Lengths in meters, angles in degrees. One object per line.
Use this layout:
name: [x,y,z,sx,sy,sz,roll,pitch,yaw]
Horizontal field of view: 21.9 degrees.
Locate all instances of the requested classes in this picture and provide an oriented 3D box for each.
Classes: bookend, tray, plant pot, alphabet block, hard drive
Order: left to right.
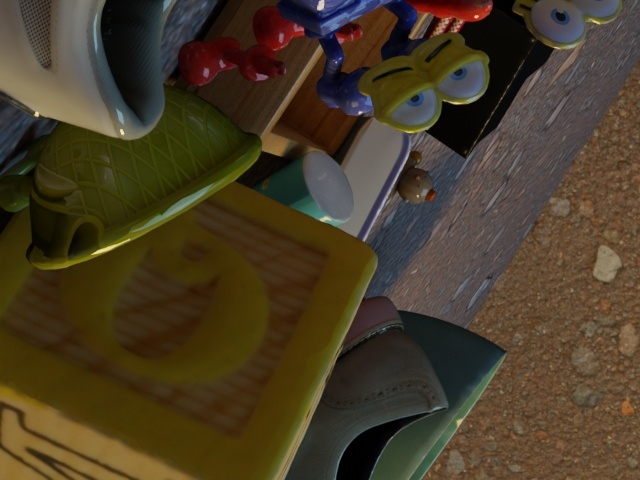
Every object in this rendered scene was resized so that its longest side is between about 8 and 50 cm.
alphabet block: [-0.104,0.086,0.944,0.197,0.193,0.192,111,4,-51]
hard drive: [0.000,0.000,1.324,0.210,0.040,0.319,-63,-177,3]
plant pot: [0.057,0.193,1.944,0.290,0.195,0.290,-52,170,-14]
tray: [0.067,-0.242,1.085,0.411,0.076,0.203,-57,168,6]
bookend: [0.186,-0.187,1.715,0.157,0.072,0.156,-39,161,-56]

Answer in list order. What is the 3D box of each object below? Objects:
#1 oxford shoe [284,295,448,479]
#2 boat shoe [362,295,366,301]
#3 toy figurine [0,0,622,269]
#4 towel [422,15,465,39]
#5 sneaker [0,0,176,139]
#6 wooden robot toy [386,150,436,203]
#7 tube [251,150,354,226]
oxford shoe: [-0.044,0.231,1.651,0.397,0.146,0.140,-45,159,21]
boat shoe: [0.018,0.076,1.758,0.069,0.081,0.228,-52,166,6]
toy figurine: [-0.036,-0.165,0.827,0.362,0.191,0.217,-29,120,-22]
towel: [0.148,-0.250,1.308,0.275,0.031,0.199,-62,-178,-39]
sneaker: [-0.041,-0.189,0.630,0.331,0.146,0.122,-62,166,22]
wooden robot toy: [0.076,-0.062,1.609,0.173,0.079,0.076,-50,167,-27]
tube: [-0.071,0.005,1.136,0.207,0.052,0.080,-28,178,31]
